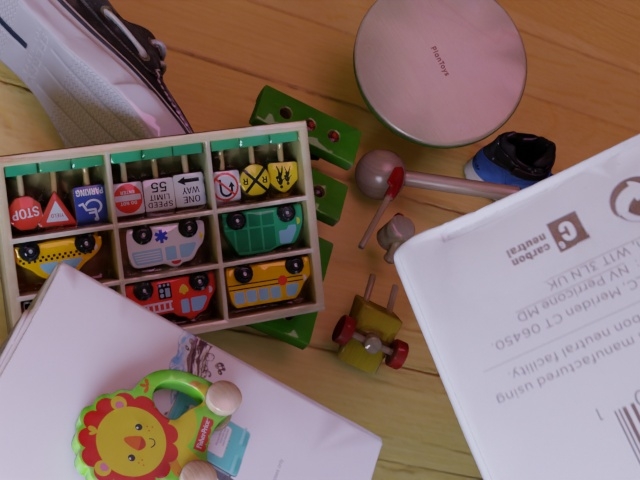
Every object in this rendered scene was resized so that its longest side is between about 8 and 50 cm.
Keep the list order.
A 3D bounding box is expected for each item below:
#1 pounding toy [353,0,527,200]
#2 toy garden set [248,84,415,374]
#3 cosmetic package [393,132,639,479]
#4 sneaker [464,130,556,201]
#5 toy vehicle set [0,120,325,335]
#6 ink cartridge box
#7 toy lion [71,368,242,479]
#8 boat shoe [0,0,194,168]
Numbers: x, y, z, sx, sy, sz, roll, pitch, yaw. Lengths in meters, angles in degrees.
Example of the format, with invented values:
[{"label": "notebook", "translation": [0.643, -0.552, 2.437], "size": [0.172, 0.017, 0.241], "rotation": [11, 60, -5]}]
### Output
[{"label": "pounding toy", "translation": [0.115, -0.147, 1.387], "size": [0.183, 0.110, 0.236], "rotation": [4, 78, -9]}, {"label": "toy garden set", "translation": [0.000, 0.000, 1.243], "size": [0.204, 0.049, 0.244], "rotation": [25, 56, -15]}, {"label": "cosmetic package", "translation": [0.299, 0.146, 1.023], "size": [0.327, 0.329, 0.393], "rotation": [68, 7, 32]}, {"label": "sneaker", "translation": [0.239, -0.064, 1.422], "size": [0.152, 0.084, 0.058], "rotation": [30, 49, -13]}, {"label": "toy vehicle set", "translation": [-0.131, -0.003, 1.090], "size": [0.267, 0.035, 0.165], "rotation": [-9, 97, -22]}, {"label": "ink cartridge box", "translation": [-0.137, 0.191, 0.942], "size": [0.270, 0.198, 0.197], "rotation": [30, 50, -11]}, {"label": "toy lion", "translation": [-0.109, 0.125, 0.851], "size": [0.096, 0.034, 0.100], "rotation": [23, 51, -8]}, {"label": "boat shoe", "translation": [-0.193, -0.159, 1.186], "size": [0.335, 0.121, 0.119], "rotation": [50, 48, 6]}]
